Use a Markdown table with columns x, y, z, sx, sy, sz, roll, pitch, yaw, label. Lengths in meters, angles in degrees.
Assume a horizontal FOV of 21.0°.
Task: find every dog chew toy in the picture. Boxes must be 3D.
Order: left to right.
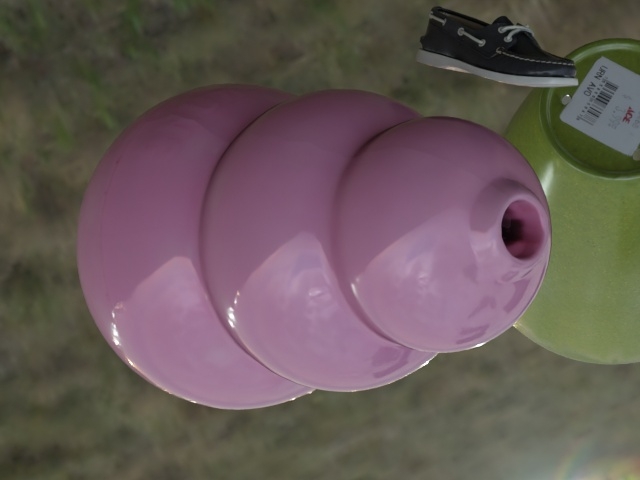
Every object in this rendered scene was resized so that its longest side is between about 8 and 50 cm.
| x | y | z | sx | sy | sz | roll | pitch | yaw | label |
| --- | --- | --- | --- | --- | --- | --- | --- | --- | --- |
| 0.000 | 0.000 | 1.023 | 0.206 | 0.207 | 0.332 | -16 | -172 | -38 | dog chew toy |

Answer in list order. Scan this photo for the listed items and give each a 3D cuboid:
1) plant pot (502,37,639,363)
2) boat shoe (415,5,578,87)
| x | y | z | sx | sy | sz | roll | pitch | yaw | label |
| --- | --- | --- | --- | --- | --- | --- | --- | --- | --- |
| 0.271 | -0.058 | 1.598 | 0.274 | 0.275 | 0.293 | -25 | 157 | -1 | plant pot |
| 0.105 | -0.114 | 1.018 | 0.046 | 0.038 | 0.125 | 4 | -170 | -35 | boat shoe |
